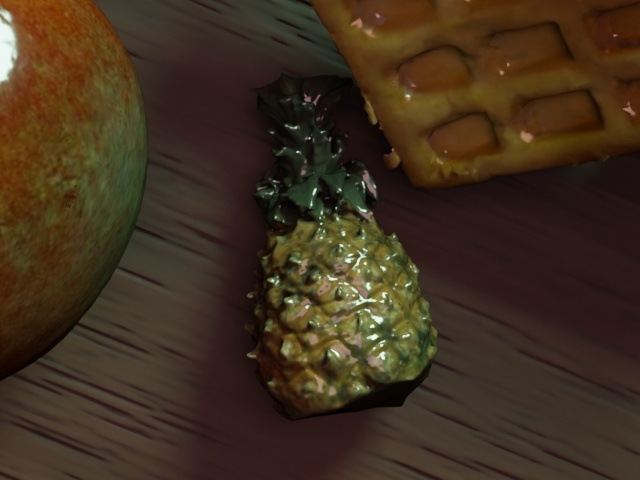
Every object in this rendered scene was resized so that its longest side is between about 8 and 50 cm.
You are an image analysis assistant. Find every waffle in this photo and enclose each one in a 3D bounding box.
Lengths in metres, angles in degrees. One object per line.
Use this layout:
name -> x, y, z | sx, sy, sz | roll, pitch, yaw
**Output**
waffle -> 0.153, -0.150, 0.873 | 0.327, 0.098, 0.224 | -12, 124, 30

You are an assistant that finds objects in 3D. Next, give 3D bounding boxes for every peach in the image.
peach -> -0.202, -0.038, 0.867 | 0.252, 0.252, 0.252 | 0, 88, -6

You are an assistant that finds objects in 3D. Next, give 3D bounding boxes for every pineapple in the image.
pineapple -> 0.000, 0.000, 0.961 | 0.108, 0.108, 0.198 | -11, 83, -6
